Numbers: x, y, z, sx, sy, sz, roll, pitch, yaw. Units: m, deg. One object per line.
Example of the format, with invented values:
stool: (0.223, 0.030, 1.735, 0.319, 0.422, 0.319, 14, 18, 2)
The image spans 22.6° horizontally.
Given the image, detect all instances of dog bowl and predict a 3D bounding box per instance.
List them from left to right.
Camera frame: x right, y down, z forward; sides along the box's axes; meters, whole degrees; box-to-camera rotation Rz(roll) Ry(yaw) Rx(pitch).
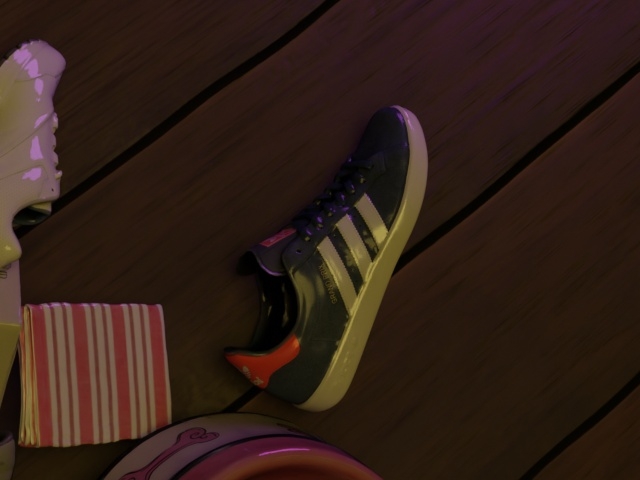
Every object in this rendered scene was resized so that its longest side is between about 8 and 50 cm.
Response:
dog bowl: (-0.057, 0.375, 1.608, 0.408, 0.150, 0.408, 3, 83, -29)

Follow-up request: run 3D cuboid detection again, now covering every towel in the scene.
towel: (-0.230, 0.136, 1.635, 0.197, 0.029, 0.144, 3, 82, -49)

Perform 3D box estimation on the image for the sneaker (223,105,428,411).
sneaker: (0.000, 0.000, 1.719, 0.148, 0.131, 0.350, 24, 76, -21)

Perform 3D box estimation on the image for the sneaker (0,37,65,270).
sneaker: (-0.314, -0.082, 1.591, 0.129, 0.111, 0.297, 33, 47, -14)

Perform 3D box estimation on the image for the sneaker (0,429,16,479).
sneaker: (-0.407, 0.180, 1.467, 0.271, 0.100, 0.108, 23, 90, -23)

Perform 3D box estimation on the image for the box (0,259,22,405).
box: (-0.411, 0.067, 1.524, 0.232, 0.149, 0.127, 9, 123, -19)
